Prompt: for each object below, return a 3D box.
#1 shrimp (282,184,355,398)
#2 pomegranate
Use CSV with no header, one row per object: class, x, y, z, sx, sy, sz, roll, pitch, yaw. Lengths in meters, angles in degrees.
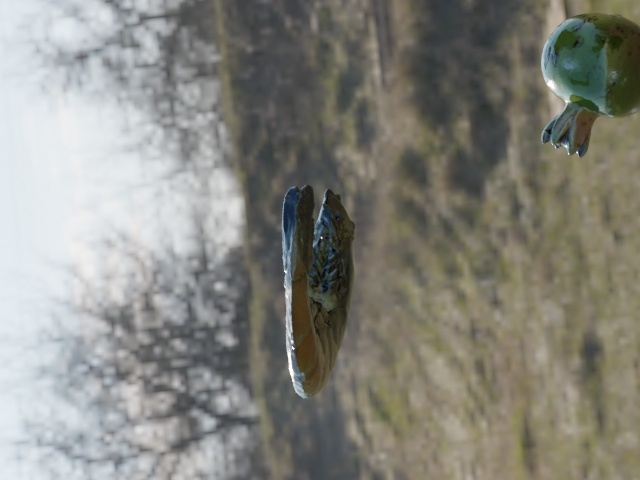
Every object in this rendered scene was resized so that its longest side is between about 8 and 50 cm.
shrimp,0.000,0.000,1.457,0.262,0.051,0.198,-78,-11,-46
pomegranate,0.261,-0.148,1.603,0.114,0.115,0.142,-68,2,-88
